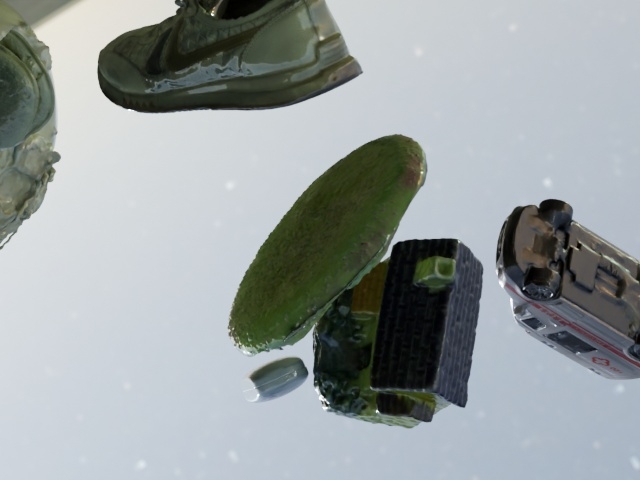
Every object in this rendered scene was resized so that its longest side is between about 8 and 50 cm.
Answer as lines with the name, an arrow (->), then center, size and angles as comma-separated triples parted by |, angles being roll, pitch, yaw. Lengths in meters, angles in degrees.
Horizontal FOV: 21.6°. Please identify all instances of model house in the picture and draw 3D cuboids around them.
model house -> 0.093, 0.103, 1.920 | 0.211, 0.170, 0.194 | 136, -34, -70

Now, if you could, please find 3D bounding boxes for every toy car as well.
toy car -> 0.221, 0.047, 1.472 | 0.108, 0.209, 0.089 | -24, -136, 51

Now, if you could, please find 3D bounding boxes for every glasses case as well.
glasses case -> -0.057, 0.168, 2.032 | 0.067, 0.045, 0.178 | -23, 176, -11

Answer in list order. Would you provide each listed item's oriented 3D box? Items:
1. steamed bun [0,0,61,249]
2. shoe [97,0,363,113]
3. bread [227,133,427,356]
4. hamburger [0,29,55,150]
steamed bun -> -0.433, -0.112, 1.957 | 0.334, 0.233, 0.312 | -46, -162, -1
shoe -> -0.087, -0.165, 1.377 | 0.274, 0.098, 0.103 | 1, -158, 39
bread -> -0.003, 0.005, 1.786 | 0.301, 0.045, 0.301 | -45, -163, 18
hamburger -> -0.300, -0.132, 1.598 | 0.121, 0.084, 0.054 | -49, 170, 24
